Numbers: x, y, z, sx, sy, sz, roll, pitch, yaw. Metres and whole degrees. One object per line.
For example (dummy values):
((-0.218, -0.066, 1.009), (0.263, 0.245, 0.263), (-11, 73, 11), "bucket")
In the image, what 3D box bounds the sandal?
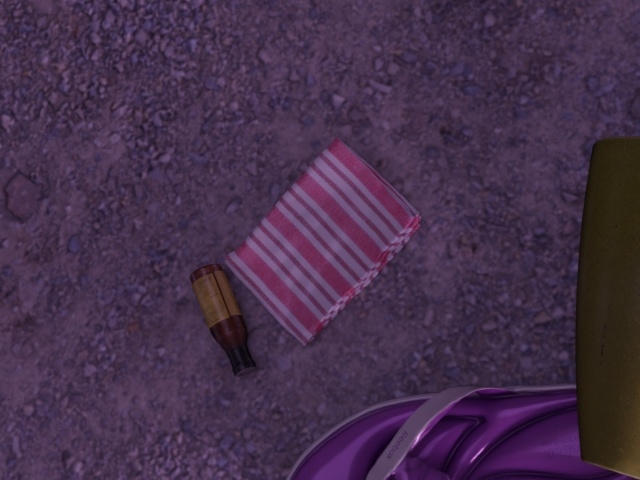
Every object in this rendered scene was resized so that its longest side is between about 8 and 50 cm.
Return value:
((0.142, 0.222, 1.504), (0.416, 0.102, 0.169), (-18, 74, 11), "sandal")

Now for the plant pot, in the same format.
((0.347, 0.085, 1.379), (0.275, 0.275, 0.293), (16, 85, 20), "plant pot")

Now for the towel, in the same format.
((0.000, 0.000, 1.635), (0.197, 0.029, 0.144), (-47, 69, 4), "towel")

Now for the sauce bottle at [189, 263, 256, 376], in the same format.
((-0.107, 0.090, 1.644), (0.042, 0.042, 0.128), (-25, 72, 11), "sauce bottle")
